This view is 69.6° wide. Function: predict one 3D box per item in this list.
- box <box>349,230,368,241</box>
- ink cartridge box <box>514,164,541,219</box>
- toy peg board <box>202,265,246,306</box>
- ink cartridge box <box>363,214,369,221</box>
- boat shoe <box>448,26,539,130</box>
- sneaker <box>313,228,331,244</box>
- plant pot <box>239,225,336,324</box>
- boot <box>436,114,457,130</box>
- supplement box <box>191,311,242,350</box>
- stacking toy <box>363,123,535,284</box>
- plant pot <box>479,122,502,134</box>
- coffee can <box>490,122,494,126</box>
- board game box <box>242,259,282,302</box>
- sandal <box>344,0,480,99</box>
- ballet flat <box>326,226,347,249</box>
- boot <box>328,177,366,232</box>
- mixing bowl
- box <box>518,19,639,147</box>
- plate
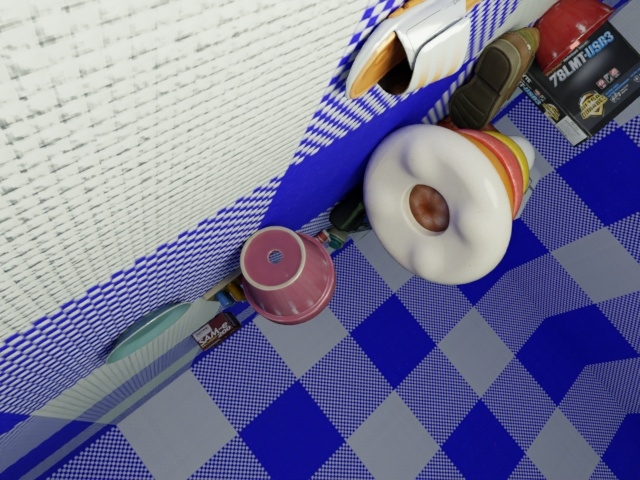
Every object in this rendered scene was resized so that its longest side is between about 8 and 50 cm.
[{"bbox_3d":[0.172,-0.063,1.977,0.102,0.087,0.101,-42,174,30],"label":"box"},{"bbox_3d":[0.671,-0.172,1.731,0.289,0.121,0.211,-47,-173,-36],"label":"ink cartridge box"},{"bbox_3d":[-0.190,0.120,1.147,0.160,0.079,0.161,-39,174,-7],"label":"toy peg board"},{"bbox_3d":[0.179,-0.087,1.641,0.165,0.065,0.333,-10,172,-1],"label":"ink cartridge box"},{"bbox_3d":[0.386,-0.342,1.022,0.104,0.111,0.307,-37,174,-11],"label":"boat shoe"},{"bbox_3d":[0.000,0.000,1.599,0.067,0.042,0.118,-42,167,-5],"label":"sneaker"},{"bbox_3d":[-0.077,0.061,0.943,0.201,0.201,0.180,-39,159,-5],"label":"plant pot"},{"bbox_3d":[0.372,-0.335,1.306,0.158,0.059,0.085,-45,176,-34],"label":"boot"},{"bbox_3d":[-0.366,0.324,1.660,0.130,0.073,0.239,-38,173,-6],"label":"supplement box"},{"bbox_3d":[0.366,-0.146,1.065,0.480,0.351,0.350,-29,170,-34],"label":"stacking toy"},{"bbox_3d":[0.493,-0.271,1.493,0.272,0.265,0.272,-38,174,-4],"label":"plant pot"},{"bbox_3d":[0.697,-0.371,1.961,0.201,0.275,0.201,-38,175,-4],"label":"coffee can"},{"bbox_3d":[-0.168,0.125,1.524,0.160,0.039,0.211,-41,175,13],"label":"board game box"},{"bbox_3d":[0.143,-0.233,0.509,0.265,0.076,0.102,-39,174,-5],"label":"sandal"},{"bbox_3d":[0.064,-0.023,1.731,0.086,0.086,0.248,-38,176,-7],"label":"ballet flat"},{"bbox_3d":[0.110,-0.100,1.240,0.207,0.094,0.246,-45,179,18],"label":"boot"},{"bbox_3d":[0.552,-0.483,1.047,0.181,0.098,0.181,-38,174,-5],"label":"mixing bowl"},{"bbox_3d":[0.682,-0.443,1.209,0.295,0.293,0.073,-37,176,-12],"label":"box"},{"bbox_3d":[-0.335,0.171,0.893,0.188,0.024,0.188,-39,174,-5],"label":"plate"}]
